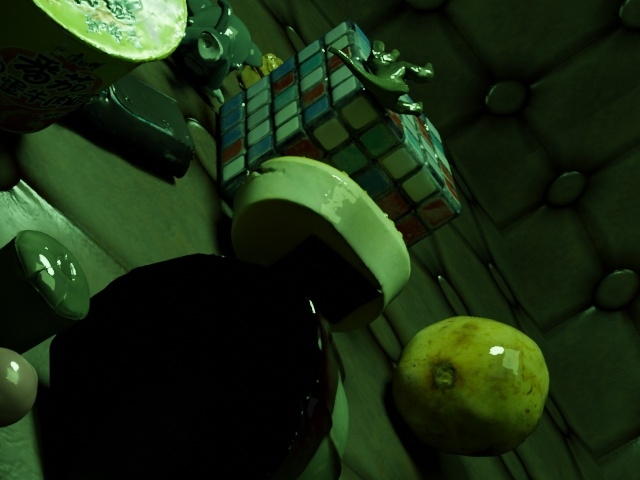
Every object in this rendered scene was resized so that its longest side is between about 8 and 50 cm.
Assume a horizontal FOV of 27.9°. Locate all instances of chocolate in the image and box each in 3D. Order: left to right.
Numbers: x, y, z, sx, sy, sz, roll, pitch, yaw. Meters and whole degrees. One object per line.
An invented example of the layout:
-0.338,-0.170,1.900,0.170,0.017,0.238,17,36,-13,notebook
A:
-0.103,0.173,1.230,0.186,0.283,0.284,73,-3,-52,chocolate

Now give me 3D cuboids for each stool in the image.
-0.270,0.051,1.159,0.096,0.110,0.096,51,15,-19,stool

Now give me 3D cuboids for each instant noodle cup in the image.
-0.303,-0.248,1.394,0.264,0.200,0.264,32,39,-31,instant noodle cup

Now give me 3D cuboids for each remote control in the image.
-0.290,-0.197,1.686,0.399,0.062,0.145,27,34,-60,remote control

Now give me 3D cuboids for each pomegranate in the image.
0.249,0.238,2.132,0.260,0.260,0.260,51,16,-21,pomegranate

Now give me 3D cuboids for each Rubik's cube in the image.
0.024,-0.134,2.114,0.292,0.287,0.293,49,18,-26,Rubik's cube

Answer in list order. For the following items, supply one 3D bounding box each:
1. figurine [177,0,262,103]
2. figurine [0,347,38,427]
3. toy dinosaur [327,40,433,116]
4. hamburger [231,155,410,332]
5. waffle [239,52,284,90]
-0.192,-0.343,2.158,0.193,0.140,0.265,39,-8,-1,figurine
-0.275,0.124,1.081,0.071,0.067,0.083,36,33,-2,figurine
0.070,-0.245,1.920,0.179,0.087,0.187,10,17,-16,toy dinosaur
0.000,0.000,1.907,0.295,0.227,0.151,54,38,-24,hamburger
-0.019,-0.219,2.523,0.327,0.098,0.224,31,28,-60,waffle
